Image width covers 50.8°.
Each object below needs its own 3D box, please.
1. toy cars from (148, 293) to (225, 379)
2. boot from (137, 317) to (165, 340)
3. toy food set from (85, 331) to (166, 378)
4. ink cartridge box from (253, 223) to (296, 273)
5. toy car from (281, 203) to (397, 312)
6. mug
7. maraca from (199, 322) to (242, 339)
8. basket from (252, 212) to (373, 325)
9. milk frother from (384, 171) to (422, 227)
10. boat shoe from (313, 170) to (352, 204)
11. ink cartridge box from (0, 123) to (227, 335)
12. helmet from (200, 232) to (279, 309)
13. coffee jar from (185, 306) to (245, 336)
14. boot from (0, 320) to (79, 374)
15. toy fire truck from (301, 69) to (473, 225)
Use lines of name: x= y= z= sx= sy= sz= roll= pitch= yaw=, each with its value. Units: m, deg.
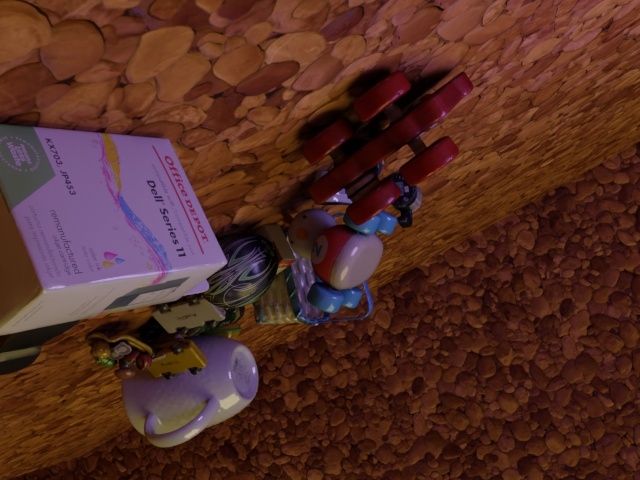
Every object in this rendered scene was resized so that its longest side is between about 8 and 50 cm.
toy cars: x=-0.352 y=0.233 z=1.746 sx=0.087 sy=0.176 sz=0.394 roll=-70 pitch=-175 yaw=-48
boot: x=-0.428 y=0.234 z=1.835 sx=0.121 sy=0.045 sz=0.099 roll=-6 pitch=153 yaw=-41
toy food set: x=-0.493 y=0.299 z=1.690 sx=0.128 sy=0.071 sz=0.218 roll=-16 pitch=145 yaw=25
ink cartridge box: x=-0.137 y=0.038 z=1.557 sx=0.135 sy=0.099 sz=0.056 roll=-36 pitch=162 yaw=29
toy car: x=0.000 y=0.000 z=1.435 sx=0.210 sy=0.238 sz=0.219 roll=-1 pitch=117 yaw=-66
mug: x=-0.371 y=0.438 z=1.933 sx=0.328 sy=0.276 sz=0.374 roll=-15 pitch=-154 yaw=20
maraca: x=-0.332 y=0.283 z=2.114 sx=0.185 sy=0.099 sz=0.127 roll=-7 pitch=172 yaw=35
basket: x=-0.029 y=0.082 z=1.641 sx=0.289 sy=0.255 sz=0.201 roll=-13 pitch=173 yaw=26
milk frother: x=0.174 y=-0.103 z=1.705 sx=0.143 sy=0.129 sz=0.135 roll=13 pitch=177 yaw=17
boat shoe: x=0.071 y=-0.116 z=1.429 sx=0.079 sy=0.081 sz=0.227 roll=-2 pitch=180 yaw=41
ink cartridge box: x=-0.259 y=-0.023 z=0.846 sx=0.119 sy=0.207 sz=0.353 roll=-34 pitch=167 yaw=29
helmet: x=-0.180 y=0.065 z=1.446 sx=0.169 sy=0.169 sz=0.161 roll=-36 pitch=180 yaw=29
coffee jar: x=-0.305 y=0.212 z=1.926 sx=0.096 sy=0.079 sz=0.184 roll=-37 pitch=164 yaw=35
boot: x=-0.491 y=0.121 z=1.128 sx=0.305 sy=0.115 sz=0.112 roll=-34 pitch=159 yaw=34
toy fire truck: x=0.122 y=-0.175 z=1.192 sx=0.302 sy=0.169 sz=0.254 roll=-35 pitch=-176 yaw=32
